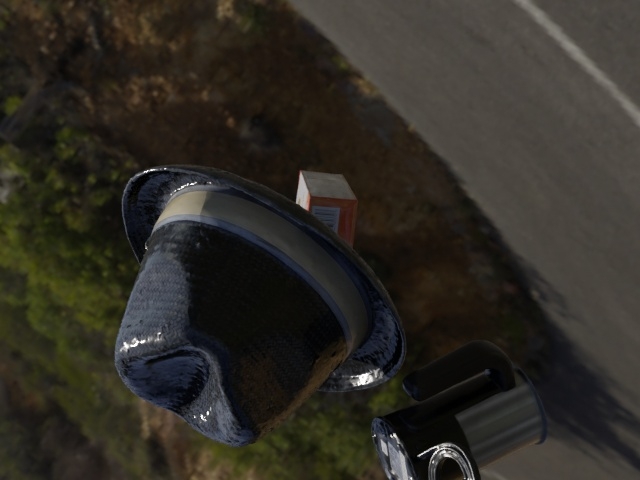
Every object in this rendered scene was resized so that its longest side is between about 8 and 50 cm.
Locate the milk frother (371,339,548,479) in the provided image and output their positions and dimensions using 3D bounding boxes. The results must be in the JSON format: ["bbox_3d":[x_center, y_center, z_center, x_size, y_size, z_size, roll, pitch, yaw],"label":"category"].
[{"bbox_3d":[0.136,0.174,1.005,0.143,0.134,0.129,55,158,35],"label":"milk frother"}]

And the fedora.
[{"bbox_3d":[-0.084,0.086,1.063,0.334,0.153,0.334,25,153,14],"label":"fedora"}]

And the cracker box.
[{"bbox_3d":[0.000,0.000,1.573,0.067,0.156,0.232,5,-169,-4],"label":"cracker box"}]
